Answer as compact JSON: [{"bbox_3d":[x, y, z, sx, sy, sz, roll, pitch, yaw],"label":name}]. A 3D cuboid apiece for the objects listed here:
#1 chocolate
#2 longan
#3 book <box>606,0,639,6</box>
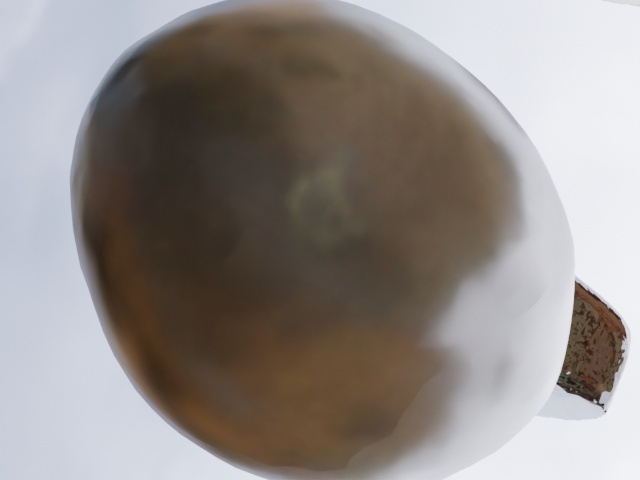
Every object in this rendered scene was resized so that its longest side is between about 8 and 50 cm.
[{"bbox_3d":[0.120,0.047,1.001,0.125,0.149,0.080,12,-109,33],"label":"chocolate"},{"bbox_3d":[0.000,0.000,0.776,0.248,0.248,0.248,-35,-132,51],"label":"longan"},{"bbox_3d":[0.339,-0.283,1.570,0.208,0.295,0.020,-38,-116,37],"label":"book"}]
